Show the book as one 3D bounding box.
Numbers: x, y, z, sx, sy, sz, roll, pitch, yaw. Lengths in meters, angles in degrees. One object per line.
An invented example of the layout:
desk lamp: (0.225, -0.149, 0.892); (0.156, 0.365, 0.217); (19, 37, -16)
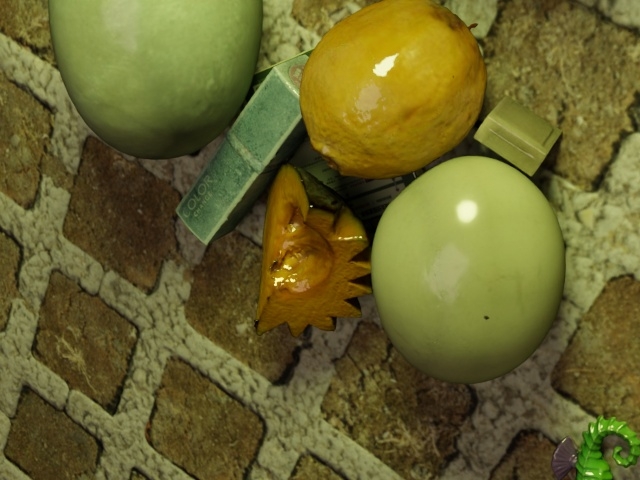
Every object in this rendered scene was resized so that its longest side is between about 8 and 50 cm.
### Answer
book: (0.023, -0.110, 1.405); (0.202, 0.027, 0.264); (-17, 98, 35)

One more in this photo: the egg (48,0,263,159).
egg: (-0.195, -0.267, 1.336); (0.258, 0.258, 0.352); (19, 125, 25)

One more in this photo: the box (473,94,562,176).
box: (0.220, -0.118, 1.244); (0.079, 0.083, 0.035); (35, 123, 8)

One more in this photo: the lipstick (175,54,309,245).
lipstick: (-0.087, -0.107, 1.414); (0.077, 0.076, 0.289); (48, 129, 8)

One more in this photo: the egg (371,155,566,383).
egg: (0.164, 0.034, 1.256); (0.219, 0.219, 0.269); (20, 116, 25)

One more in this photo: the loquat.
loquat: (0.083, -0.172, 1.242); (0.234, 0.176, 0.187); (-39, 94, -5)

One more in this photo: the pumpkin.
pumpkin: (0.000, 0.000, 1.401); (0.130, 0.149, 0.254); (5, 138, -15)

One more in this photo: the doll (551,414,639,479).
doll: (0.332, 0.296, 1.359); (0.115, 0.050, 0.190); (20, 116, 29)
